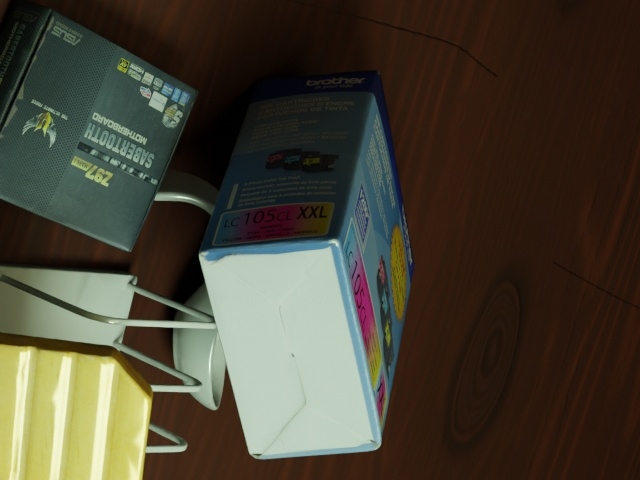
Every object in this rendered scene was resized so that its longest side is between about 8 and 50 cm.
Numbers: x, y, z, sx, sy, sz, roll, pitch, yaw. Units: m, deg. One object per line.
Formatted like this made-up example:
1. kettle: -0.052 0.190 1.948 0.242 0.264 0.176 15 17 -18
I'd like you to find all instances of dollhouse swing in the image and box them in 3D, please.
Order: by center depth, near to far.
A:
1. dollhouse swing: -0.312 0.289 1.617 0.315 0.347 0.305 -88 -173 -55

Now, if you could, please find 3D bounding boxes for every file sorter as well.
1. file sorter: -0.240 0.182 1.856 0.193 0.173 0.277 6 102 -49

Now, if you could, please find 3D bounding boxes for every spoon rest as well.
1. spoon rest: -0.120 0.056 1.986 0.137 0.084 0.276 -81 166 -58

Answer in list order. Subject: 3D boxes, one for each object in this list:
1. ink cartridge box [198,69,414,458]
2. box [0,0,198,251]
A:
1. ink cartridge box: 0.000 0.000 1.982 0.395 0.151 0.270 -78 161 -54
2. box: -0.239 -0.108 1.822 0.233 0.059 0.183 28 85 -51
